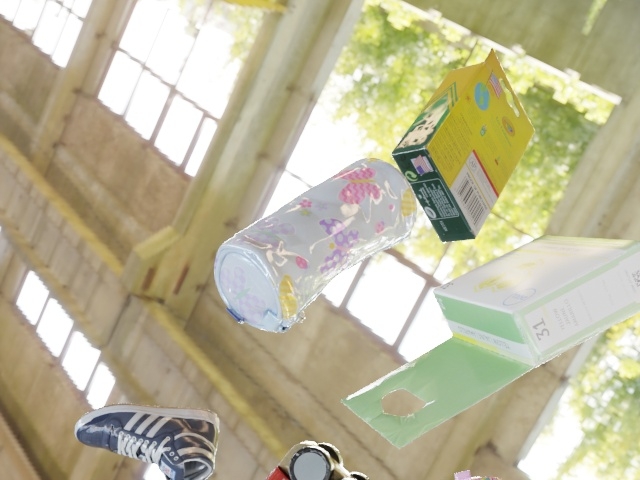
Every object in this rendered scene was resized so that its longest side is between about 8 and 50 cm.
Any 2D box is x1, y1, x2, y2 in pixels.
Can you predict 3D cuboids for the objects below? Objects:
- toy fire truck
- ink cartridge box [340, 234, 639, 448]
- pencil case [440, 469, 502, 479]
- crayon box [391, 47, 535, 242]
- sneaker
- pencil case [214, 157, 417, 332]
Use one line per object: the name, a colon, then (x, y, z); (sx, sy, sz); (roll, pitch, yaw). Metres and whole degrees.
toy fire truck: (-0.018, 0.416, 1.260); (0.217, 0.246, 0.158); (41, 179, 12)
ink cartridge box: (0.129, 0.070, 0.776); (0.056, 0.235, 0.171); (66, 169, -7)
pencil case: (0.287, 0.547, 1.666); (0.124, 0.124, 0.284); (14, -123, -40)
crayon box: (0.264, -0.173, 1.719); (0.081, 0.318, 0.202); (-7, 125, 42)
sneaker: (-0.335, 0.402, 1.860); (0.282, 0.099, 0.153); (1, -142, -8)
pencil case: (0.000, 0.000, 1.163); (0.124, 0.113, 0.273); (38, -130, 20)
